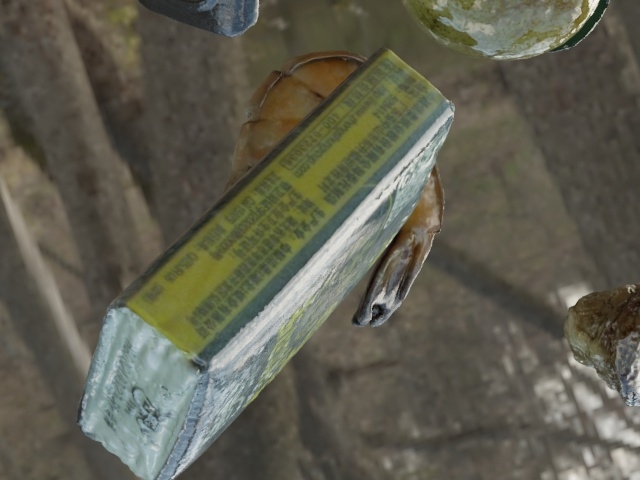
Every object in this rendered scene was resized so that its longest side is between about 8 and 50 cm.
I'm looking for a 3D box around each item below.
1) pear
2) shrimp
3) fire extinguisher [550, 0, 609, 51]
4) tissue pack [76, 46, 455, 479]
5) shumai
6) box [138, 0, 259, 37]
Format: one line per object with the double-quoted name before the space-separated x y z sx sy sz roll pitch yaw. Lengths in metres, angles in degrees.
"pear" 0.133 -0.219 1.274 0.167 0.167 0.136 -19 180 -32
"shrimp" -0.002 0.000 1.313 0.178 0.289 0.075 20 167 -11
"fire extinguisher" 0.118 -0.288 1.481 0.095 0.311 0.114 -27 140 -24
"tissue pack" -0.031 0.020 1.051 0.257 0.081 0.185 -46 169 -32
"shumai" 0.253 0.065 1.342 0.123 0.105 0.139 -58 175 11
"box" -0.160 -0.350 2.045 0.212 0.201 0.042 24 -137 30
